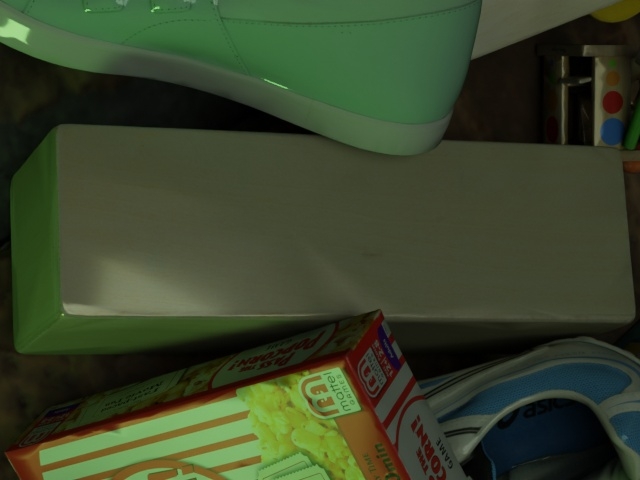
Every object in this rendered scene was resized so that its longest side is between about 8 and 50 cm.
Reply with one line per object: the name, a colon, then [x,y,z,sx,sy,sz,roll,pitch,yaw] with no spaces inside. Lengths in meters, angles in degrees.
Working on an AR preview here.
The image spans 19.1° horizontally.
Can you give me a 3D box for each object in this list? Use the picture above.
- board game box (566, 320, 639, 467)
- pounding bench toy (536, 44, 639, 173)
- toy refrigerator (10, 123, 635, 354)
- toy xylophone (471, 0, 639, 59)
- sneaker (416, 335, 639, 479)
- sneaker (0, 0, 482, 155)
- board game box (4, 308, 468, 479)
board game box: [0.180,0.251,0.993,0.254,0.079,0.336,-39,108,-12]
pounding bench toy: [0.148,-0.065,0.942,0.052,0.083,0.065,-2,96,-20]
toy refrigerator: [0.000,0.000,0.877,0.270,0.102,0.094,1,78,-20]
toy xylophone: [0.128,-0.206,0.890,0.323,0.081,0.236,-14,106,-9]
sneaker: [0.045,0.112,0.890,0.237,0.086,0.085,-22,107,14]
sneaker: [-0.048,-0.143,0.811,0.256,0.094,0.151,16,121,-3]
board game box: [-0.027,0.124,0.855,0.146,0.193,0.045,62,33,-15]
